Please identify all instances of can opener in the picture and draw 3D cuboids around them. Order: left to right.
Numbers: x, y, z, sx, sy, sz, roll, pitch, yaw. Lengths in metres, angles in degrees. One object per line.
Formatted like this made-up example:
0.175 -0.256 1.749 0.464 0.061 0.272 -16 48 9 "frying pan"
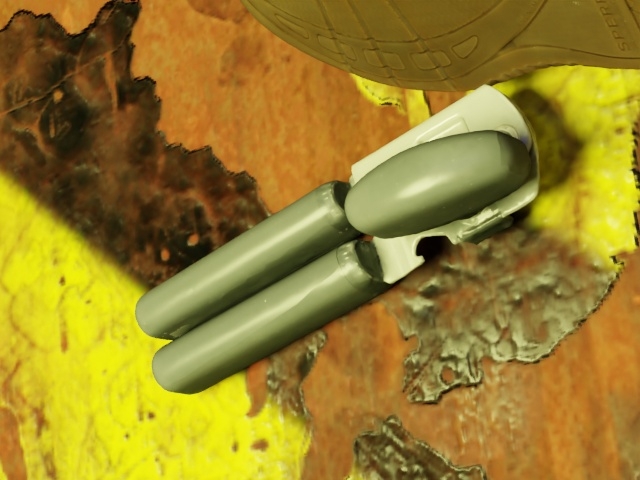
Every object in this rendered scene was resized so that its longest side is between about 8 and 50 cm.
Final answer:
0.000 0.000 0.871 0.280 0.093 0.074 -32 64 30 "can opener"

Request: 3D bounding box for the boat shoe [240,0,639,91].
0.101 -0.166 0.836 0.342 0.123 0.123 2 51 39 "boat shoe"
